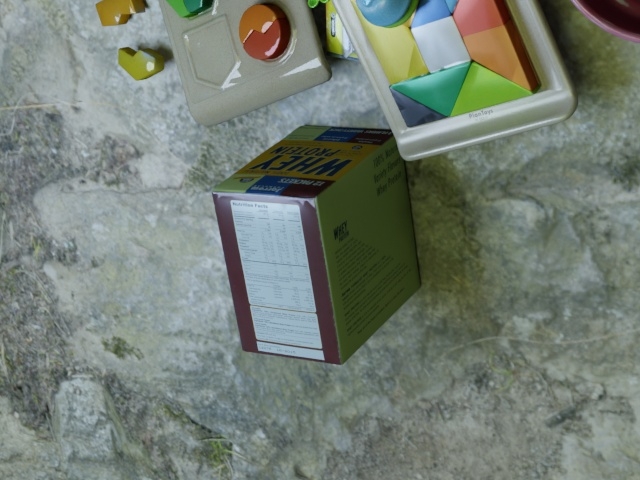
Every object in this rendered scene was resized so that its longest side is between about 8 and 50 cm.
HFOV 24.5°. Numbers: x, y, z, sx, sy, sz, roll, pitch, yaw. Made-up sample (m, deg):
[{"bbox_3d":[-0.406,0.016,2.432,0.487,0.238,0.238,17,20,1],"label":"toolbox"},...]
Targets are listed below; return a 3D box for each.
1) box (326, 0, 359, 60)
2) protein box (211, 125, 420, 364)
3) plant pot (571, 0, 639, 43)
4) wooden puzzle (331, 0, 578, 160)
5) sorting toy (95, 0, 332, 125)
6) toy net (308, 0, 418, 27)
[{"bbox_3d":[0.083,-0.296,1.551,0.159,0.044,0.233,14,121,26],"label":"box"},{"bbox_3d":[0.000,0.000,1.664,0.136,0.200,0.201,6,117,30],"label":"protein box"},{"bbox_3d":[0.327,-0.294,1.309,0.201,0.180,0.201,16,123,26],"label":"plant pot"},{"bbox_3d":[0.126,-0.209,1.513,0.221,0.044,0.238,-13,107,37],"label":"wooden puzzle"},{"bbox_3d":[-0.139,-0.249,1.695,0.307,0.041,0.229,-17,93,39],"label":"sorting toy"},{"bbox_3d":[0.060,-0.335,1.472,0.122,0.045,0.232,24,105,37],"label":"toy net"}]
